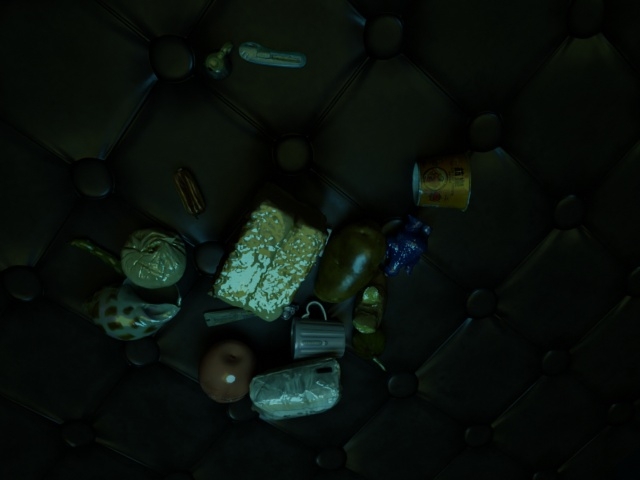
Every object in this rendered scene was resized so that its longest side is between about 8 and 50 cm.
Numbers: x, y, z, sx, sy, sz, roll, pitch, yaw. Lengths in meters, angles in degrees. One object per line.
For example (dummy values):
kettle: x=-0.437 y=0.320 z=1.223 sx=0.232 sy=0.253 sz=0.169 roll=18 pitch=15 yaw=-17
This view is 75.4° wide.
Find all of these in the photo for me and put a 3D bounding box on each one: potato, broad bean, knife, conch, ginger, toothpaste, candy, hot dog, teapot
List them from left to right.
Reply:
broad bean: x=-0.796 y=0.060 z=1.515 sx=0.256 sy=0.052 sz=0.052 roll=35 pitch=140 yaw=-14
conch: x=-0.695 y=0.237 z=1.510 sx=0.368 sy=0.249 sz=0.197 roll=17 pitch=151 yaw=-6
hot dog: x=-0.462 y=-0.167 z=1.468 sx=0.072 sy=0.055 sz=0.188 roll=-17 pitch=109 yaw=4
teapot: x=-0.330 y=-0.582 z=1.325 sx=0.092 sy=0.091 sz=0.124 roll=9 pitch=108 yaw=-10
toothpaste: x=-0.333 y=0.293 z=1.641 sx=0.256 sy=0.037 sz=0.067 roll=-11 pitch=115 yaw=2
knife: x=-0.157 y=-0.609 z=1.363 sx=0.222 sy=0.031 sz=0.064 roll=6 pitch=104 yaw=-8
candy: x=-0.185 y=0.227 z=1.630 sx=0.226 sy=0.051 sz=0.094 roll=38 pitch=91 yaw=-17
potato: x=0.101 y=0.084 z=1.544 sx=0.196 sy=0.176 sz=0.369 roll=28 pitch=109 yaw=-11
ginger: x=0.202 y=0.226 z=1.600 sx=0.123 sy=0.219 sz=0.270 roll=19 pitch=73 yaw=13

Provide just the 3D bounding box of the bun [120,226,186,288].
bun: x=-0.586 y=0.052 z=1.461 sx=0.230 sy=0.145 sz=0.229 roll=7 pitch=64 yaw=-14

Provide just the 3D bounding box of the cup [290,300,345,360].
cup: x=-0.009 y=0.366 z=1.628 sx=0.202 sy=0.167 sz=0.220 roll=3 pitch=117 yaw=-10

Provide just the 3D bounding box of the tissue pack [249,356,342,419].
tissue pack: x=-0.088 y=0.595 z=1.619 sx=0.391 sy=0.195 sz=0.375 roll=-7 pitch=152 yaw=-8

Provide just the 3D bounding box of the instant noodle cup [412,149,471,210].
instant noodle cup: x=0.423 y=-0.207 z=1.467 sx=0.173 sy=0.215 sz=0.215 roll=-2 pitch=109 yaw=5

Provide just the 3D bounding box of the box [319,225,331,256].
box: x=0.000 y=0.000 z=1.575 sx=0.051 sy=0.036 sz=0.117 roll=16 pitch=106 yaw=-11

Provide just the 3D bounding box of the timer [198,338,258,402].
timer: x=-0.357 y=0.504 z=1.604 sx=0.230 sy=0.229 sz=0.214 roll=15 pitch=127 yaw=-10

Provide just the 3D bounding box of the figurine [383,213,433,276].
figurine: x=0.326 y=0.035 z=1.573 sx=0.164 sy=0.120 sz=0.262 roll=14 pitch=108 yaw=-13

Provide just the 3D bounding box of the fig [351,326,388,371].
fig: x=0.193 y=0.424 z=1.658 sx=0.142 sy=0.186 sz=0.147 roll=-13 pitch=102 yaw=17

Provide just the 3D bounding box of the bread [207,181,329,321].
bread: x=-0.166 y=0.031 z=1.393 sx=0.280 sy=0.390 sz=0.371 roll=27 pitch=103 yaw=-8
